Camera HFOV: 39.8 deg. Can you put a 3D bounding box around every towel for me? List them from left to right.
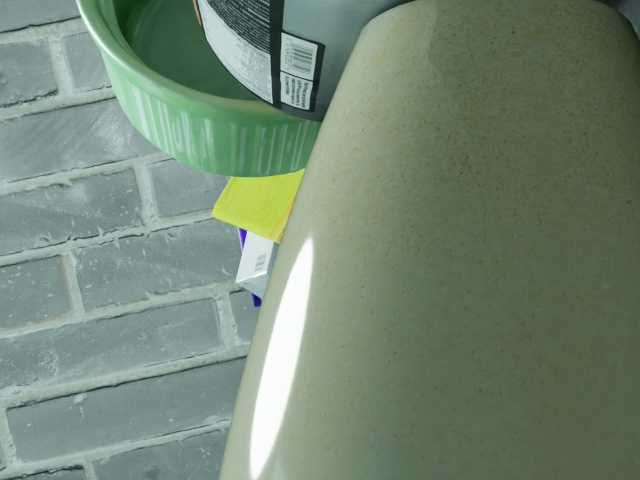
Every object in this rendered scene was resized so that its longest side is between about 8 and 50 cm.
[{"bbox_3d":[-0.053,-0.052,1.052,0.021,0.102,0.237,36,171,-35],"label":"towel"}]

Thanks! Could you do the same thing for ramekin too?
[{"bbox_3d":[-0.064,-0.206,0.820,0.148,0.304,0.303,103,155,-64],"label":"ramekin"}]

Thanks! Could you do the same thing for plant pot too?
[{"bbox_3d":[0.077,0.040,0.406,0.256,0.257,0.273,113,159,-83],"label":"plant pot"}]

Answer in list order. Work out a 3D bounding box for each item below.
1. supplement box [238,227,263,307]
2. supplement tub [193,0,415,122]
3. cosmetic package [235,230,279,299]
[{"bbox_3d":[0.000,0.000,1.246,0.111,0.220,0.113,85,174,-54],"label":"supplement box"},{"bbox_3d":[0.017,-0.191,0.533,0.338,0.207,0.207,119,138,-84],"label":"supplement tub"},{"bbox_3d":[-0.033,-0.034,1.118,0.099,0.060,0.239,35,-129,-35],"label":"cosmetic package"}]
